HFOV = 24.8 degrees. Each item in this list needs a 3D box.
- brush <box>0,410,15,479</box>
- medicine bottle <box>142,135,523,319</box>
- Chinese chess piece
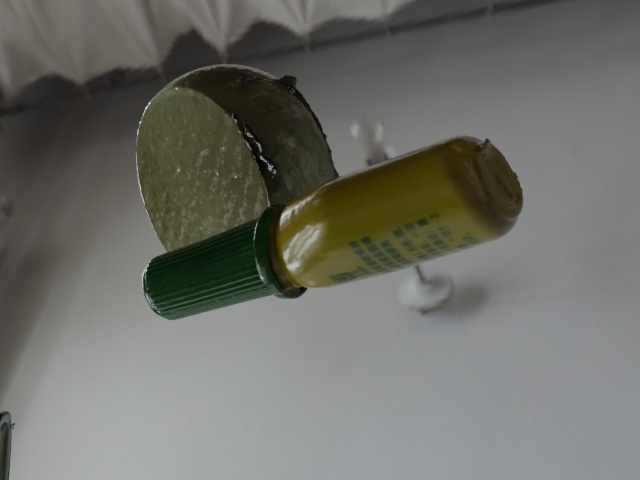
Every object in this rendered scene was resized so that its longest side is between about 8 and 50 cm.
[{"bbox_3d":[-0.329,0.293,1.361,0.060,0.296,0.068,9,-162,6],"label":"brush"},{"bbox_3d":[0.000,0.000,1.108,0.309,0.111,0.076,-19,-122,24],"label":"medicine bottle"},{"bbox_3d":[-0.079,-0.056,1.395,0.092,0.237,0.238,-20,-149,-36],"label":"Chinese chess piece"}]
